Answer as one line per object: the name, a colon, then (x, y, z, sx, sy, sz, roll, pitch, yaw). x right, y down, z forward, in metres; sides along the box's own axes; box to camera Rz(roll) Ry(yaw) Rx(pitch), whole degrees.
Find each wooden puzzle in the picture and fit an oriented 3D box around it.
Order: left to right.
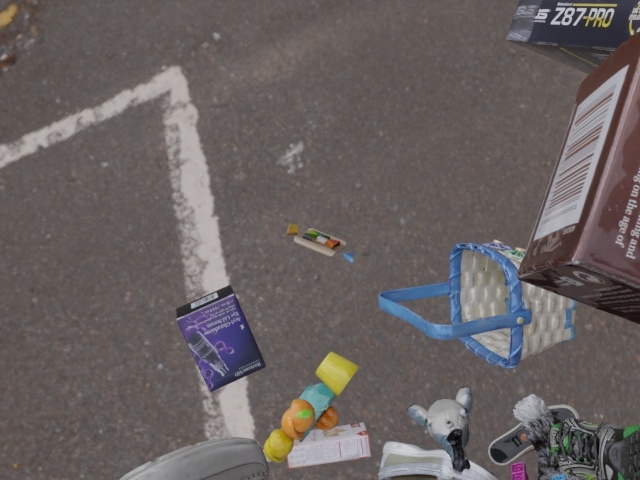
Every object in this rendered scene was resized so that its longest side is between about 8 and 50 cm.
wooden puzzle: (0.000, 0.000, 1.092, 0.116, 0.014, 0.078, 20, 19, 5)

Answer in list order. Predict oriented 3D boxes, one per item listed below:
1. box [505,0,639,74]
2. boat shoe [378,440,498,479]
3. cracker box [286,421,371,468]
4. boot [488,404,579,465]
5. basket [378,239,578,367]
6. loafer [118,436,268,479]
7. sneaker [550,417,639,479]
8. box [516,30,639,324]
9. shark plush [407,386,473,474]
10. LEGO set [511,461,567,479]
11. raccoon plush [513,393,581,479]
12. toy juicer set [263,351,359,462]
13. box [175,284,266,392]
box: (0.530, -0.267, 1.072, 0.318, 0.394, 0.097, 35, 110, 61)
boat shoe: (0.277, 0.561, 1.734, 0.320, 0.118, 0.103, 0, 62, 42)
cracker box: (0.020, 0.574, 2.021, 0.232, 0.156, 0.067, -7, 88, -2)
boot: (0.554, 0.496, 1.860, 0.244, 0.176, 0.088, -32, 70, 13)
basket: (0.271, 0.107, 1.247, 0.288, 0.201, 0.255, -12, 13, -18)
loafer: (-0.154, 0.252, 0.558, 0.111, 0.319, 0.112, 52, 130, 19)
sneaker: (0.478, 0.381, 1.263, 0.146, 0.343, 0.134, 14, 75, 14)
box: (0.372, 0.003, 0.555, 0.381, 0.143, 0.191, 21, 82, 2)
shark plush: (0.146, 0.203, 0.744, 0.073, 0.161, 0.067, -20, 90, -5)
LEGO set: (0.324, 0.416, 0.991, 0.087, 0.093, 0.227, -19, 21, 22)
raccoon plush: (0.596, 0.542, 1.518, 0.216, 0.446, 0.299, -32, 0, -34)
toy juicer set: (-0.027, 0.362, 1.402, 0.089, 0.329, 0.209, 36, 58, 8)
box: (-0.243, 0.237, 1.750, 0.153, 0.207, 0.108, -25, 13, -8)
